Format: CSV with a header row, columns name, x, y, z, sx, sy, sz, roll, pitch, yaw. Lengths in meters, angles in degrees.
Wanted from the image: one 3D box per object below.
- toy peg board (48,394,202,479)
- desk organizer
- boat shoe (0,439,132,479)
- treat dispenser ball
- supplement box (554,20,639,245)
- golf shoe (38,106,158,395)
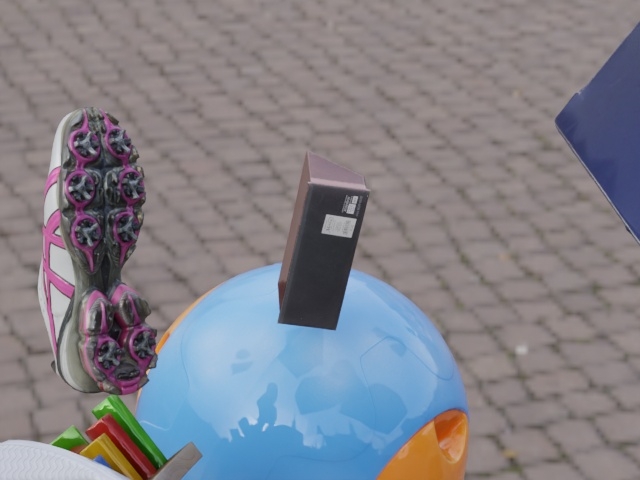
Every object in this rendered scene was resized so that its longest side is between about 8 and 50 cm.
name,x,y,z,sx,sy,sz,roll,pitch,yaw
toy peg board,-0.182,0.185,1.223,0.161,0.079,0.160,-40,-1,10
desk organizer,0.000,0.000,1.331,0.047,0.130,0.050,7,34,-9
boat shoe,-0.185,0.185,0.956,0.335,0.119,0.121,-3,56,37
treat dispenser ball,-0.016,0.162,1.505,0.288,0.288,0.288,-1,25,1
supplement box,0.362,-0.025,1.127,0.356,0.194,0.195,30,19,-26
golf shoe,-0.158,0.007,1.139,0.067,0.186,0.086,-5,4,-44
